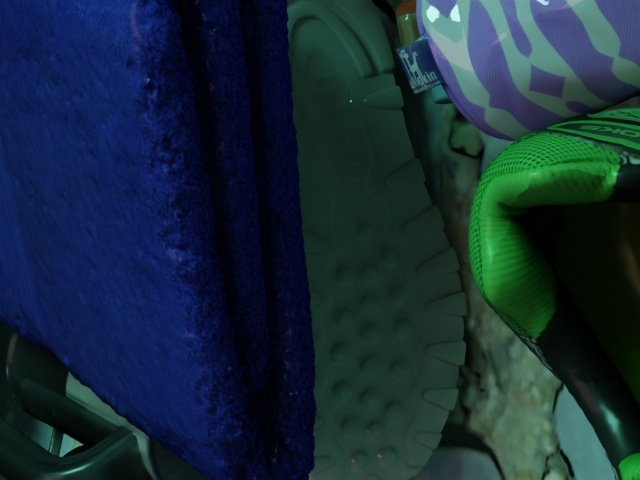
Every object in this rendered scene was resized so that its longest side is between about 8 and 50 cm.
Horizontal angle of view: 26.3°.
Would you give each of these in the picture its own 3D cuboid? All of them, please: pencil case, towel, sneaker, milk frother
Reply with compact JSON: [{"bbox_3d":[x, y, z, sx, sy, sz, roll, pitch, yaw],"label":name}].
[{"bbox_3d":[0.125,-0.102,0.442,0.206,0.086,0.088,-21,89,38],"label":"pencil case"},{"bbox_3d":[-0.104,-0.041,0.607,0.308,0.076,0.228,25,131,52],"label":"towel"},{"bbox_3d":[0.164,0.089,0.386,0.343,0.146,0.134,48,129,33],"label":"sneaker"},{"bbox_3d":[0.000,0.000,0.618,0.095,0.090,0.235,167,96,-65],"label":"sneaker"},{"bbox_3d":[-0.095,0.111,0.728,0.134,0.129,0.143,18,151,46],"label":"milk frother"}]

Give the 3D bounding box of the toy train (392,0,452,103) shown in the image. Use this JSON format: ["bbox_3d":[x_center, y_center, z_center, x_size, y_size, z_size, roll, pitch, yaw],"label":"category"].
[{"bbox_3d":[0.057,-0.143,0.552,0.125,0.046,0.166,-7,89,48],"label":"toy train"}]
